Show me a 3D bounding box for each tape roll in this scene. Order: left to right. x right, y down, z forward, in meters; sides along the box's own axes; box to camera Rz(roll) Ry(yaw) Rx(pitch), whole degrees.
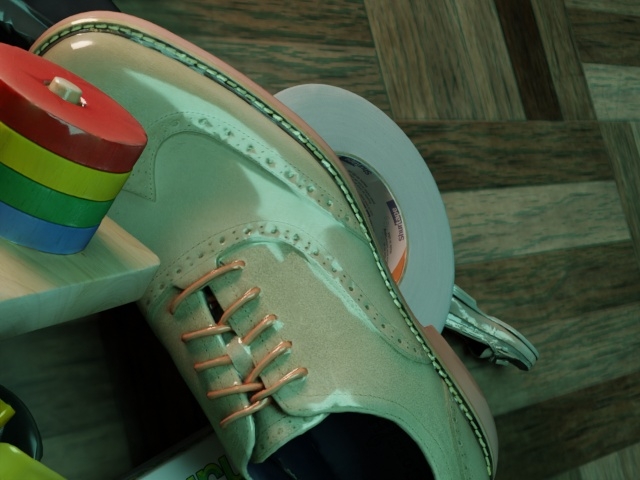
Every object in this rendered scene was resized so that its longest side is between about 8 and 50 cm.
[{"bbox_3d":[0.000,0.000,0.801,0.219,0.072,0.219,16,65,-38],"label":"tape roll"}]

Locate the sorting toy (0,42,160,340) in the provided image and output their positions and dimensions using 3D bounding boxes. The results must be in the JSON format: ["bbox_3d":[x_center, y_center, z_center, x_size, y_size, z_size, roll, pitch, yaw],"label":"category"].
[{"bbox_3d":[-0.206,-0.070,0.466,0.257,0.089,0.255,36,14,11],"label":"sorting toy"}]

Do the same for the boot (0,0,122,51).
[{"bbox_3d":[-0.135,-0.170,0.719,0.246,0.094,0.207,38,56,-20],"label":"boot"}]

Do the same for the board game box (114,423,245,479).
[{"bbox_3d":[-0.103,0.242,0.627,0.305,0.053,0.193,-26,93,-45],"label":"board game box"}]

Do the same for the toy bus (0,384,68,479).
[{"bbox_3d":[-0.249,0.108,0.476,0.220,0.149,0.211,38,73,11],"label":"toy bus"}]

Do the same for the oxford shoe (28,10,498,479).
[{"bbox_3d":[-0.026,0.041,0.618,0.397,0.140,0.146,47,20,-13],"label":"oxford shoe"}]

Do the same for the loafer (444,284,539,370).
[{"bbox_3d":[0.130,0.079,0.921,0.125,0.045,0.039,37,69,-20],"label":"loafer"}]
